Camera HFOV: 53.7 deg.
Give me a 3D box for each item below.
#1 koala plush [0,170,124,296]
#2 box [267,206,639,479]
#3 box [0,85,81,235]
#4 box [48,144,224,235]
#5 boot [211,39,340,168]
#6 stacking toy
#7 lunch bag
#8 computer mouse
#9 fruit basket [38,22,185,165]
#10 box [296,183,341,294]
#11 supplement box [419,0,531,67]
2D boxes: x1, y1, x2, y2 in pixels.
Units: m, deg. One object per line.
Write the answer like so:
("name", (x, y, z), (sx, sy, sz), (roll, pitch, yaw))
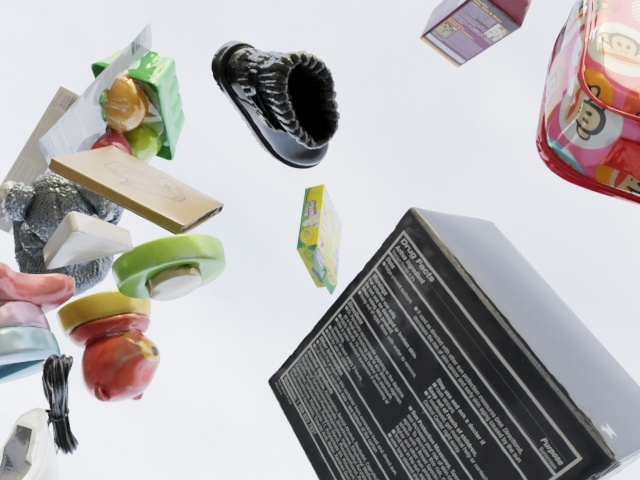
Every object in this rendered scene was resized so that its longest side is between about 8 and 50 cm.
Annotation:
("koala plush", (-0.411, -0.032, 1.013), (0.221, 0.196, 0.204), (125, -39, -57))
("box", (0.140, 0.174, 0.680), (0.294, 0.182, 0.296), (-53, -126, 29))
("box", (-0.590, -0.167, 1.323), (0.067, 0.063, 0.324), (27, -100, -9))
("box", (-0.253, -0.076, 0.903), (0.201, 0.164, 0.021), (26, -72, 4))
("boot", (-0.038, -0.229, 1.200), (0.260, 0.348, 0.131), (28, -99, 45))
("stacking toy", (-0.251, 0.099, 0.703), (0.279, 0.308, 0.131), (-26, -110, 25))
("lunch bag", (0.347, -0.107, 0.551), (0.292, 0.258, 0.120), (19, -37, 6))
("computer mouse", (-0.218, 0.173, 0.490), (0.042, 0.193, 0.106), (6, -72, -10))
("fruit basket", (-0.425, -0.217, 1.286), (0.165, 0.327, 0.353), (26, -120, 12))
("box", (0.000, 0.000, 1.092), (0.043, 0.179, 0.105), (-13, -49, 15))
("supplement box", (0.285, -0.413, 1.170), (0.104, 0.188, 0.081), (31, -109, -17))
